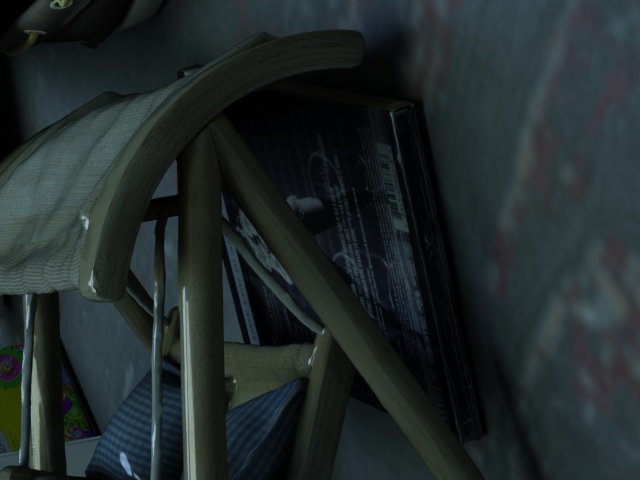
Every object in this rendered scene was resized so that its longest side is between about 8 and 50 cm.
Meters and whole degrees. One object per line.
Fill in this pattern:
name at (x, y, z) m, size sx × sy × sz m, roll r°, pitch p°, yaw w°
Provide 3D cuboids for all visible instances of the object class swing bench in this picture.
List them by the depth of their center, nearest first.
swing bench at (-0.068, 0.049, 0.866) m, size 0.253 × 0.165 × 0.255 m, roll -8°, pitch 102°, yaw 65°

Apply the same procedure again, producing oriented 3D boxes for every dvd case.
dvd case at (0.000, 0.000, 0.906) m, size 0.221 × 0.018 × 0.164 m, roll 17°, pitch 125°, yaw 59°

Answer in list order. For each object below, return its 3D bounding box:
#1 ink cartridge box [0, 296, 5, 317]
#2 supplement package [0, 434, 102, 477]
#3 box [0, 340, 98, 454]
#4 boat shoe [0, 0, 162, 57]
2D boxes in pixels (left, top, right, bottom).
ink cartridge box at (-0.327, -0.066, 1.486) m, size 0.189 × 0.066 × 0.232 m, roll 33°, pitch 128°, yaw 52°
supplement package at (-0.163, 0.289, 1.159) m, size 0.177 × 0.175 × 0.293 m, roll 112°, pitch 148°, yaw -71°
box at (-0.260, 0.266, 1.443) m, size 0.290 × 0.177 × 0.279 m, roll 65°, pitch 156°, yaw 11°
boat shoe at (-0.127, -0.175, 0.893) m, size 0.117 × 0.096 × 0.324 m, roll 64°, pitch 163°, yaw 7°
